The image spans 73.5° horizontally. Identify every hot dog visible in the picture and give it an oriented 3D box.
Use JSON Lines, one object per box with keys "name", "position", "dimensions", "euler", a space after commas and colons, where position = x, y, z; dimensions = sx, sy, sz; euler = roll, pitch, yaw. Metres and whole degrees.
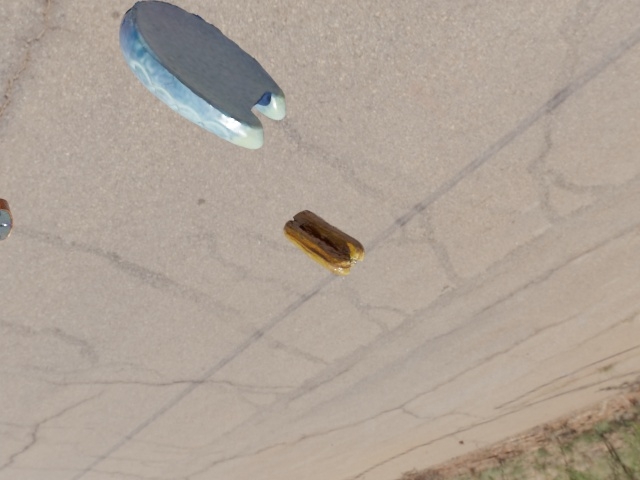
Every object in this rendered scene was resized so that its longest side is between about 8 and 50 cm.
{"name": "hot dog", "position": [0.000, 0.000, 0.721], "dimensions": [0.071, 0.165, 0.045], "euler": [-46, 141, -13]}

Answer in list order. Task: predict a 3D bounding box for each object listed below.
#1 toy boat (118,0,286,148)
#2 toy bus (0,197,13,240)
{"name": "toy boat", "position": [-0.229, -0.301, 0.818], "dimensions": [0.330, 0.215, 0.123], "euler": [34, 138, -14]}
{"name": "toy bus", "position": [-0.753, -0.046, 0.756], "dimensions": [0.330, 0.153, 0.143], "euler": [-12, 161, -41]}
